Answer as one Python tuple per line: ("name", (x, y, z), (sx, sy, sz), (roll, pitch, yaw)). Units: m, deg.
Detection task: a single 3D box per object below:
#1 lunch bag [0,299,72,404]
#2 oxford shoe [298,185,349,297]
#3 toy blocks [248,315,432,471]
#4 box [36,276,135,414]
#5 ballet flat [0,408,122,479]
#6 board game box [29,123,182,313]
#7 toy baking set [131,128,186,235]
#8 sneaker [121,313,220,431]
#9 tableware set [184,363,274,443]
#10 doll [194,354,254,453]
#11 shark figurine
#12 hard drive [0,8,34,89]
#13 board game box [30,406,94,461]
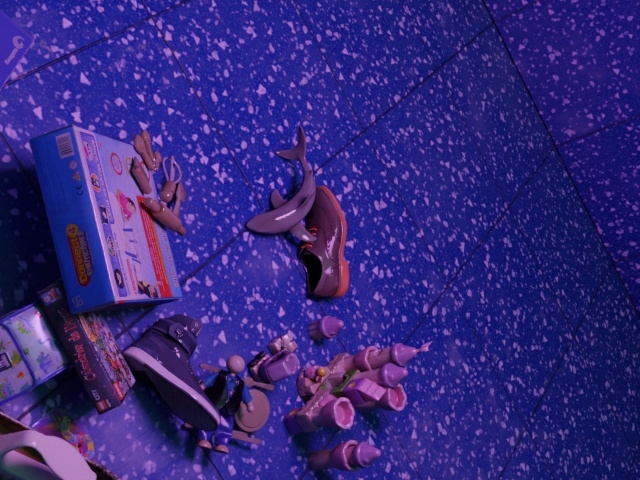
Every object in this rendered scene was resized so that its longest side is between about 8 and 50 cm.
("lunch bag", (-0.506, 0.187, 1.509), (0.151, 0.096, 0.129), (-30, 98, -39))
("oxford shoe", (0.000, 0.000, 2.153), (0.098, 0.097, 0.271), (2, 73, -41))
("toy blocks", (0.072, 0.303, 1.983), (0.288, 0.260, 0.309), (-43, 108, -47))
("box", (-0.403, 0.172, 1.594), (0.159, 0.044, 0.233), (-118, -177, -83))
("ballet flat", (-0.492, 0.309, 1.371), (0.483, 0.182, 0.164), (34, 48, -29))
("board game box", (-0.374, -0.029, 1.640), (0.302, 0.086, 0.308), (13, 62, -78))
("toy baking set", (-0.302, -0.109, 1.795), (0.256, 0.030, 0.196), (56, 21, -60))
("sneaker", (-0.249, 0.242, 1.746), (0.226, 0.086, 0.163), (43, 42, -2))
("tableware set", (-0.189, 0.331, 1.847), (0.194, 0.039, 0.128), (23, 74, -35))
("doll", (-0.186, 0.317, 1.794), (0.129, 0.046, 0.189), (22, 70, -24))
("shark figurine", (-0.043, -0.116, 2.101), (0.166, 0.116, 0.278), (27, 58, -11))
("hard drive", (-0.672, -0.387, 1.582), (0.319, 0.040, 0.210), (42, 47, -29))
("board game box", (-0.445, 0.366, 1.549), (0.169, 0.033, 0.133), (-44, 108, -47))
